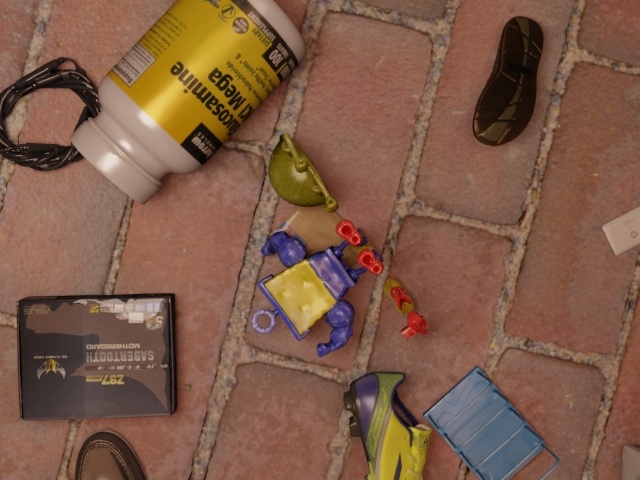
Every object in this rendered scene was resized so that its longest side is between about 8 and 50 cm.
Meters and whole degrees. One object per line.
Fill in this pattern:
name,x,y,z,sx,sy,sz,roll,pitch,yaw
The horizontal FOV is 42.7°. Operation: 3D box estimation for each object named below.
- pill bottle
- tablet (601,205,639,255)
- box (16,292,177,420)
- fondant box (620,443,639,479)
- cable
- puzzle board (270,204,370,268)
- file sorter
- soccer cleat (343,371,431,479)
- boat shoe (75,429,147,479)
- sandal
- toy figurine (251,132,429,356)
pill bottle,-0.193,-0.219,1.181,0.188,0.188,0.334,43,90,-3
tablet,0.499,-0.017,1.315,0.083,0.006,0.054,-27,93,-2
box,-0.337,0.175,1.249,0.232,0.059,0.184,0,93,-3
fondant box,0.655,0.387,1.219,0.330,0.238,0.096,3,91,-3
cable,-0.417,-0.181,1.247,0.184,0.047,0.151,-32,98,-4
puzzle board,0.000,0.000,1.287,0.128,0.011,0.096,44,90,-3
file sorter,0.265,0.303,1.263,0.118,0.104,0.170,-41,93,-2
soccer cleat,0.123,0.341,1.260,0.121,0.093,0.289,-16,91,2
boat shoe,-0.312,0.460,1.240,0.112,0.095,0.335,-6,92,-3
sandal,0.288,-0.244,1.276,0.090,0.060,0.219,16,76,-9
toy figurine,-0.030,0.047,1.195,0.217,0.191,0.363,-36,92,4
